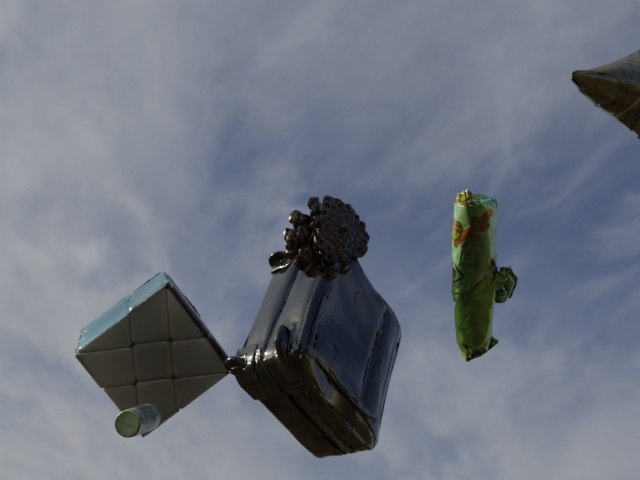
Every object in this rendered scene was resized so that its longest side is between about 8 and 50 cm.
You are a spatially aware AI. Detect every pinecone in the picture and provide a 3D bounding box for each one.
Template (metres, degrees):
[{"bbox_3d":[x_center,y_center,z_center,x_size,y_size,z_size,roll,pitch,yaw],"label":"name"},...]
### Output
[{"bbox_3d":[0.002,0.000,1.519,0.140,0.140,0.121,32,-27,-22],"label":"pinecone"}]

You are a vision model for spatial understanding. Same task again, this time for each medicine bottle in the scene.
[{"bbox_3d":[-0.297,0.293,1.559,0.047,0.047,0.083,5,-1,13],"label":"medicine bottle"}]

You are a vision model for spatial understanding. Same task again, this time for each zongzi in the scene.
[{"bbox_3d":[0.405,-0.230,1.326,0.176,0.160,0.078,24,-53,-16],"label":"zongzi"}]

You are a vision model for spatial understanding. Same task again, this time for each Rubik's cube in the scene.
[{"bbox_3d":[-0.335,0.220,1.928,0.221,0.231,0.225,54,-8,-10],"label":"Rubik's cube"}]

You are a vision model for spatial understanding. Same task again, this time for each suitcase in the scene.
[{"bbox_3d":[0.012,0.212,1.840,0.188,0.345,0.339,-19,-57,31],"label":"suitcase"}]

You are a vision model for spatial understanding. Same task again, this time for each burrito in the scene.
[{"bbox_3d":[0.255,0.054,1.484,0.104,0.054,0.287,-4,-71,-6],"label":"burrito"}]
